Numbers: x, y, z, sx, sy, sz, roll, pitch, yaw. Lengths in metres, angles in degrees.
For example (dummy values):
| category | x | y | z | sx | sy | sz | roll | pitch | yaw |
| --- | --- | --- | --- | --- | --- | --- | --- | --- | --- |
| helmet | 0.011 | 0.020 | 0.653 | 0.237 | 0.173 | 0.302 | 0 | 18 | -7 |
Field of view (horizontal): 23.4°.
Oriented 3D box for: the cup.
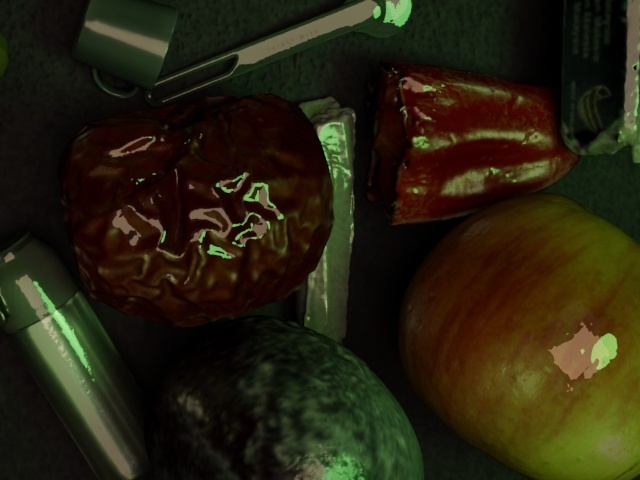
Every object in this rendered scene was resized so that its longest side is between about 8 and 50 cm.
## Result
| category | x | y | z | sx | sy | sz | roll | pitch | yaw |
| --- | --- | --- | --- | --- | --- | --- | --- | --- | --- |
| cup | -0.178 | -0.172 | 1.369 | 0.077 | 0.078 | 0.100 | 18 | 126 | -12 |

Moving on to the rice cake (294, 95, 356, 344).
| category | x | y | z | sx | sy | sz | roll | pitch | yaw |
| --- | --- | --- | --- | --- | --- | --- | --- | --- | --- |
| rice cake | 0.000 | 0.000 | 1.456 | 0.055 | 0.049 | 0.270 | -6 | 103 | -32 |

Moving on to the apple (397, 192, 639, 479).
| category | x | y | z | sx | sy | sz | roll | pitch | yaw |
| --- | --- | --- | --- | --- | --- | --- | --- | --- | --- |
| apple | 0.215 | 0.090 | 1.409 | 0.286 | 0.286 | 0.233 | 30 | 97 | -18 |

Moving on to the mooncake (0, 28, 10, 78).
| category | x | y | z | sx | sy | sz | roll | pitch | yaw |
| --- | --- | --- | --- | --- | --- | --- | --- | --- | --- |
| mooncake | -0.431 | -0.189 | 1.124 | 0.394 | 0.393 | 0.246 | 42 | 88 | 16 |

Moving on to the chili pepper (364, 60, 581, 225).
| category | x | y | z | sx | sy | sz | roll | pitch | yaw |
| --- | --- | --- | --- | --- | --- | --- | --- | --- | --- |
| chili pepper | 0.159 | -0.087 | 1.456 | 0.252 | 0.136 | 0.144 | 1 | 65 | -24 |

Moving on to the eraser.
| category | x | y | z | sx | sy | sz | roll | pitch | yaw |
| --- | --- | --- | --- | --- | --- | --- | --- | --- | --- |
| eraser | 0.296 | -0.240 | 1.432 | 0.155 | 0.101 | 0.332 | -6 | 97 | -43 |

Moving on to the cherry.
| category | x | y | z | sx | sy | sz | roll | pitch | yaw |
| --- | --- | --- | --- | --- | --- | --- | --- | --- | --- |
| cherry | -0.031 | 0.192 | 1.358 | 0.218 | 0.296 | 0.255 | -38 | 118 | -13 |

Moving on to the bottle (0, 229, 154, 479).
| category | x | y | z | sx | sy | sz | roll | pitch | yaw |
| --- | --- | --- | --- | --- | --- | --- | --- | --- | --- |
| bottle | -0.227 | 0.113 | 1.394 | 0.254 | 0.079 | 0.096 | 62 | 38 | -17 |

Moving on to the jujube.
| category | x | y | z | sx | sy | sz | roll | pitch | yaw |
| --- | --- | --- | --- | --- | --- | --- | --- | --- | --- |
| jujube | -0.105 | -0.025 | 1.338 | 0.232 | 0.213 | 0.213 | -13 | 103 | -13 |

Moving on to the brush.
| category | x | y | z | sx | sy | sz | roll | pitch | yaw |
| --- | --- | --- | --- | --- | --- | --- | --- | --- | --- |
| brush | -0.040 | -0.182 | 1.428 | 0.266 | 0.027 | 0.062 | -22 | 105 | -6 |
